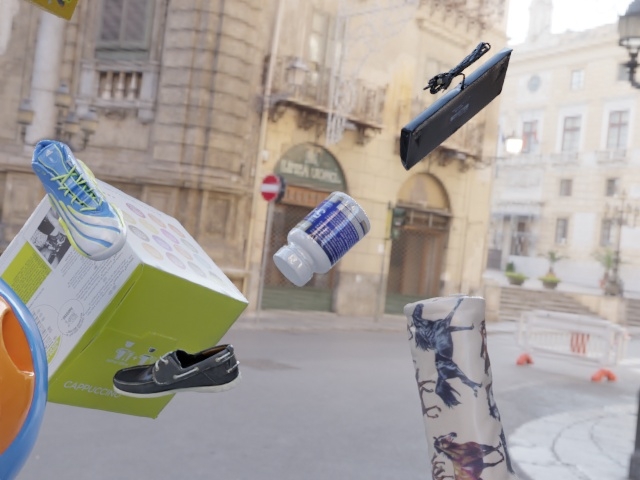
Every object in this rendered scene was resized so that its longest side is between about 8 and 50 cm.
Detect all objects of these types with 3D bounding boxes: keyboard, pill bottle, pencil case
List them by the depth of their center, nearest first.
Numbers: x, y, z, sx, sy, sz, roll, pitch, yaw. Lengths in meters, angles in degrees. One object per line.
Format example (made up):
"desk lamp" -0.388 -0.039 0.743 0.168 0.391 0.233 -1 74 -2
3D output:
"keyboard" 0.258 -0.277 1.448 0.033 0.317 0.201 37 -29 24
"pencil case" 0.269 0.295 1.471 0.160 0.410 0.183 -15 -16 25
"pill bottle" 0.000 0.000 1.537 0.112 0.187 0.112 40 -20 18

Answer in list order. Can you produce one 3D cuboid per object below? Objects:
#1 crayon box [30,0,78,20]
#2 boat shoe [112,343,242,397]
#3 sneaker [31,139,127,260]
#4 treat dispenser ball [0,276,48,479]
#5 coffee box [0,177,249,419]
"crayon box" -0.525 -0.549 1.429 0.083 0.203 0.323 25 5 20
"boat shoe" -0.259 0.227 1.366 0.233 0.079 0.084 -7 23 8
"sneaker" -0.381 -0.070 1.166 0.240 0.091 0.126 45 -10 39
"treat dispenser ball" -0.400 0.138 0.699 0.288 0.288 0.288 6 -2 0
"coffee box" -0.425 0.120 1.582 0.334 0.338 0.337 44 8 35
